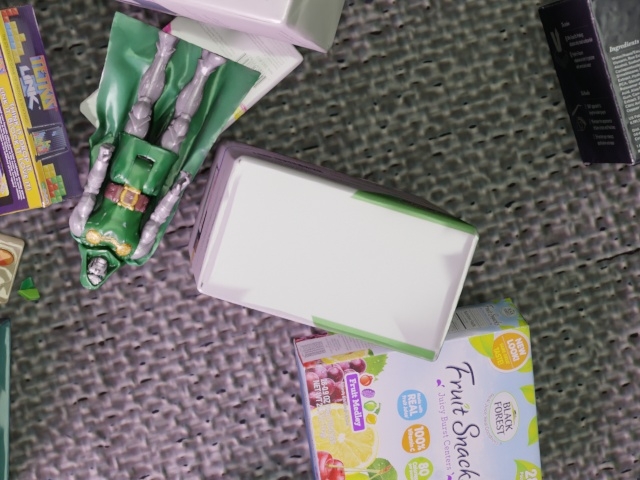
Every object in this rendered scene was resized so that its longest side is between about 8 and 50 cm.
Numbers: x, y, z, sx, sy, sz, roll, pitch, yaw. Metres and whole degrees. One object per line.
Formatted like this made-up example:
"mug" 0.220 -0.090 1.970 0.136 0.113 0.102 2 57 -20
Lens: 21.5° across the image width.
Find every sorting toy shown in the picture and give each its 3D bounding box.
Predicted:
"sorting toy" -0.291 0.025 1.526 0.083 0.012 0.062 16 91 -7

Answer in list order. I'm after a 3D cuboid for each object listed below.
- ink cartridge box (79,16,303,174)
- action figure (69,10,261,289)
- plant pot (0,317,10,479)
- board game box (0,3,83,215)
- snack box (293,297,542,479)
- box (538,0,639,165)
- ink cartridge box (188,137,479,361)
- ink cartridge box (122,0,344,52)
"ink cartridge box" -0.117 -0.142 1.512 0.181 0.061 0.104 -41 97 -3
"action figure" -0.155 -0.064 1.454 0.137 0.063 0.232 22 95 -10
"plant pot" -0.400 0.152 1.450 0.234 0.165 0.166 2 93 1
"board game box" -0.286 -0.106 1.459 0.048 0.141 0.170 -20 98 -48
"snack box" 0.090 0.158 1.530 0.207 0.070 0.174 -12 114 -7
"box" 0.277 -0.154 1.513 0.093 0.156 0.158 -18 95 -6
"ink cartridge box" 0.000 0.000 1.429 0.201 0.278 0.117 17 94 -8
"ink cartridge box" -0.140 -0.305 1.433 0.353 0.119 0.207 17 91 20
